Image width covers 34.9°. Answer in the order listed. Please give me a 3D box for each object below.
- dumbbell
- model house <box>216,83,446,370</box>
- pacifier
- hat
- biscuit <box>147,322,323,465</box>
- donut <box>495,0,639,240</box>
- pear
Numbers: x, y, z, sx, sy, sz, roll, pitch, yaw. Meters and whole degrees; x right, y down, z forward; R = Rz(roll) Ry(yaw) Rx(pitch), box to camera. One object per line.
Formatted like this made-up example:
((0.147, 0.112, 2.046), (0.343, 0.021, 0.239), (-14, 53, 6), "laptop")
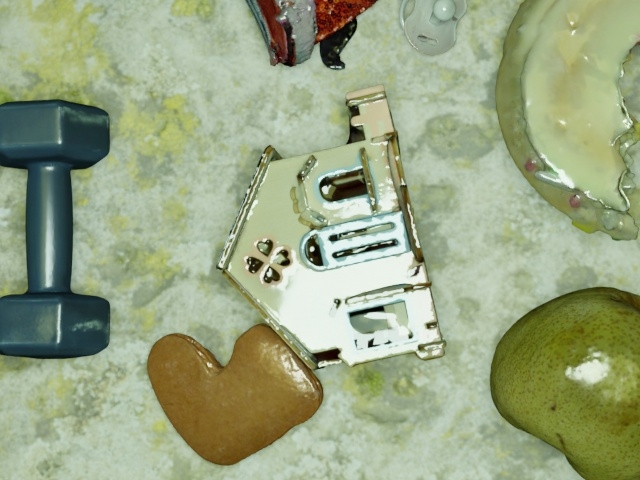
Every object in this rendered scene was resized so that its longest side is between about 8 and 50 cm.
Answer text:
((-0.336, -0.012, 1.261), (0.144, 0.156, 0.316), (-5, 84, 35), "dumbbell")
((0.000, 0.000, 1.218), (0.245, 0.169, 0.325), (-12, 85, 7), "model house")
((0.143, -0.284, 1.271), (0.082, 0.078, 0.099), (19, 88, -10), "pacifier")
((0.013, -0.307, 1.288), (0.228, 0.128, 0.140), (-19, 60, -14), "hat")
((-0.112, 0.173, 1.256), (0.192, 0.036, 0.186), (-34, 84, 16), "biscuit")
((0.372, -0.199, 1.208), (0.371, 0.150, 0.307), (-39, 82, 1), "donut")
((0.319, 0.154, 1.161), (0.229, 0.188, 0.211), (35, 92, 10), "pear")
